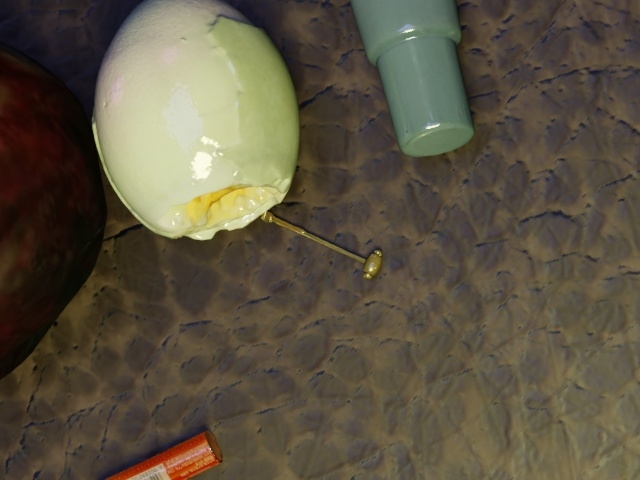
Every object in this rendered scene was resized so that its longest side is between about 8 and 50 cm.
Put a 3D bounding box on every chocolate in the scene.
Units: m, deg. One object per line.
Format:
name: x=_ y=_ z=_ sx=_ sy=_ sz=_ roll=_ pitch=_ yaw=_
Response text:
chocolate: x=-0.365 y=-0.020 z=1.742 sx=0.331 sy=0.383 sz=0.383 roll=26 pitch=88 yaw=4

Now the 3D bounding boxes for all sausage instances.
sausage: x=-0.151 y=0.211 z=1.782 sx=0.129 sy=0.034 sz=0.034 roll=-27 pitch=75 yaw=10

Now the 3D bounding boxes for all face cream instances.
face cream: x=0.062 y=-0.262 z=1.784 sx=0.135 sy=0.086 sz=0.385 roll=-16 pitch=72 yaw=12

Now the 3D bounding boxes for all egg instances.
egg: x=-0.114 y=-0.120 z=1.753 sx=0.183 sy=0.183 sz=0.217 roll=-25 pitch=72 yaw=10

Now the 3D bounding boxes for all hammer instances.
hammer: x=0.000 y=0.000 z=1.788 sx=0.123 sy=0.014 sz=0.029 roll=25 pitch=79 yaw=19
